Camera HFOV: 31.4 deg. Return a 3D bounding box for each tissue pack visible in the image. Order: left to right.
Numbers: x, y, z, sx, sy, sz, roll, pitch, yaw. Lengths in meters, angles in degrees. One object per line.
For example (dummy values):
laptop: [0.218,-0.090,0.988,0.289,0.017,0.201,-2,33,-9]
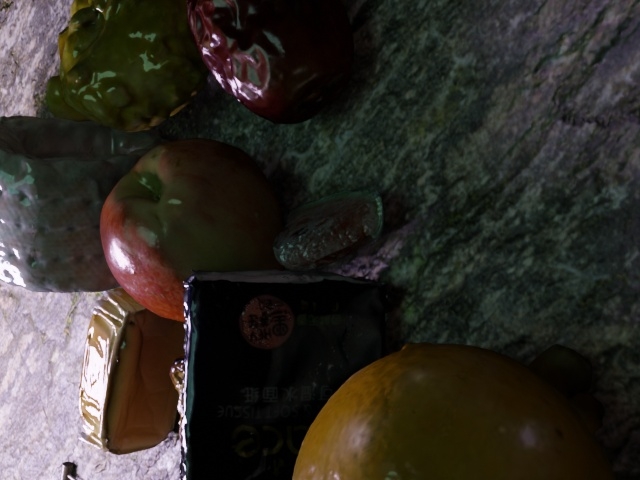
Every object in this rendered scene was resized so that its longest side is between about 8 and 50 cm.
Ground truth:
tissue pack: [-0.043,0.201,1.319,0.123,0.245,0.332,-150,63,-79]

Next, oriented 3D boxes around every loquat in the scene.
loquat: [0.142,0.237,1.079,0.328,0.328,0.359,22,64,45]

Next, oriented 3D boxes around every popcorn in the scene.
popcorn: [-0.261,-0.244,1.564,0.266,0.192,0.233,-23,58,27]

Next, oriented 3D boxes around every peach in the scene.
peach: [-0.145,0.002,1.445,0.232,0.256,0.232,-28,37,24]

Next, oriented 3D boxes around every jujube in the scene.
jujube: [-0.060,-0.261,1.370,0.183,0.183,0.243,-49,65,37]

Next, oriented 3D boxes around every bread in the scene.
bread: [-0.269,0.182,1.638,0.107,0.136,0.241,30,115,43]

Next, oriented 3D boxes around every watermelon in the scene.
watermelon: [0.000,0.000,1.346,0.187,0.139,0.071,-7,112,55]

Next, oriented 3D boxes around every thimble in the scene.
thimble: [-0.352,-0.056,1.596,0.291,0.291,0.195,24,115,45]

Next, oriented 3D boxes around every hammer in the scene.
hammer: [-0.394,0.403,1.875,0.110,0.019,0.036,24,109,42]

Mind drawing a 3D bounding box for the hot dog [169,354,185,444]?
hot dog: [-0.114,0.269,1.492,0.175,0.114,0.259,-15,83,42]
